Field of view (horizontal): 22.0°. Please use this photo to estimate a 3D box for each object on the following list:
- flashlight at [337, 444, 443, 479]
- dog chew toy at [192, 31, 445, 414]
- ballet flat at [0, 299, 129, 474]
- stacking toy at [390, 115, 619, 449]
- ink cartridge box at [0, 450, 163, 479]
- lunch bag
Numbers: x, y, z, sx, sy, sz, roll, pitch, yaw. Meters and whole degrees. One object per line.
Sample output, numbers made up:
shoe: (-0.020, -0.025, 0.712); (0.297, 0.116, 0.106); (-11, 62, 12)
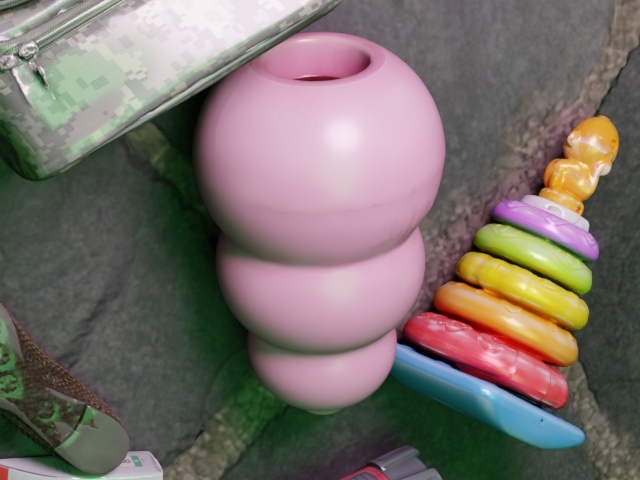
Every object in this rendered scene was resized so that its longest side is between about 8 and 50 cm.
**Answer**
flashlight: (-0.027, 0.291, 1.501); (0.304, 0.103, 0.103); (-24, 76, -22)
dog chew toy: (0.000, 0.000, 1.376); (0.206, 0.206, 0.332); (-12, 121, -18)
ballet flat: (-0.260, 0.109, 1.390); (0.250, 0.058, 0.084); (43, 86, -25)
stacking toy: (0.193, 0.022, 1.500); (0.175, 0.165, 0.302); (27, 86, -44)
ink cartridge box: (-0.257, 0.281, 1.451); (0.224, 0.056, 0.181); (-1, 109, -24)
lunch bag: (-0.169, -0.218, 1.222); (0.305, 0.212, 0.256); (-32, 101, -10)
